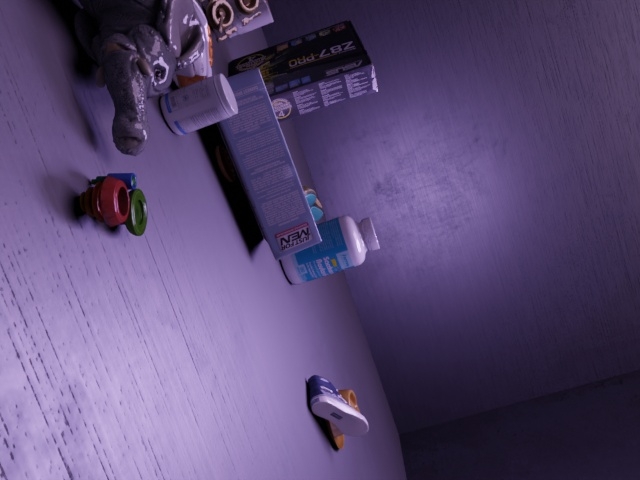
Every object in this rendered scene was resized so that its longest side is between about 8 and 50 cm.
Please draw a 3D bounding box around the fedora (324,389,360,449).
[{"bbox_3d":[0.058,0.446,1.221,0.194,0.079,0.194,-18,90,-84],"label":"fedora"}]

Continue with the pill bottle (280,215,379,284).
[{"bbox_3d":[0.025,0.019,1.292,0.146,0.264,0.146,-18,90,-83],"label":"pill bottle"}]

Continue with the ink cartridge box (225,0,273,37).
[{"bbox_3d":[-0.275,-0.822,1.512,0.171,0.169,0.232,-52,124,-84],"label":"ink cartridge box"}]

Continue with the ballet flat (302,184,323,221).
[{"bbox_3d":[-0.073,-0.144,1.703,0.348,0.123,0.123,40,33,-77],"label":"ballet flat"}]

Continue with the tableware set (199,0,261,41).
[{"bbox_3d":[-0.249,-0.684,1.360,0.039,0.194,0.128,21,-34,41],"label":"tableware set"}]

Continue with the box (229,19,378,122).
[{"bbox_3d":[-0.064,-0.475,1.337,0.097,0.396,0.318,68,8,-46],"label":"box"}]

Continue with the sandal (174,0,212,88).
[{"bbox_3d":[-0.231,-0.290,0.765,0.076,0.102,0.265,-54,162,-27],"label":"sandal"}]

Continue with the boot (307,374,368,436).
[{"bbox_3d":[0.044,0.395,1.118,0.190,0.069,0.086,45,16,-30],"label":"boot"}]

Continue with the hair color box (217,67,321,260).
[{"bbox_3d":[-0.127,-0.164,1.011,0.185,0.114,0.374,-133,-158,-69],"label":"hair color box"}]

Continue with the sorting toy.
[{"bbox_3d":[-0.212,-0.039,0.473,0.102,0.042,0.061,106,-17,-80],"label":"sorting toy"}]

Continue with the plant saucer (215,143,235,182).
[{"bbox_3d":[-0.202,-0.161,0.983,0.083,0.014,0.083,-18,90,-83],"label":"plant saucer"}]

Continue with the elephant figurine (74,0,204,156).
[{"bbox_3d":[-0.225,-0.249,0.555,0.170,0.186,0.239,19,-50,40],"label":"elephant figurine"}]

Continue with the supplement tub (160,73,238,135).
[{"bbox_3d":[-0.197,-0.221,0.760,0.071,0.107,0.070,-18,90,-84],"label":"supplement tub"}]
